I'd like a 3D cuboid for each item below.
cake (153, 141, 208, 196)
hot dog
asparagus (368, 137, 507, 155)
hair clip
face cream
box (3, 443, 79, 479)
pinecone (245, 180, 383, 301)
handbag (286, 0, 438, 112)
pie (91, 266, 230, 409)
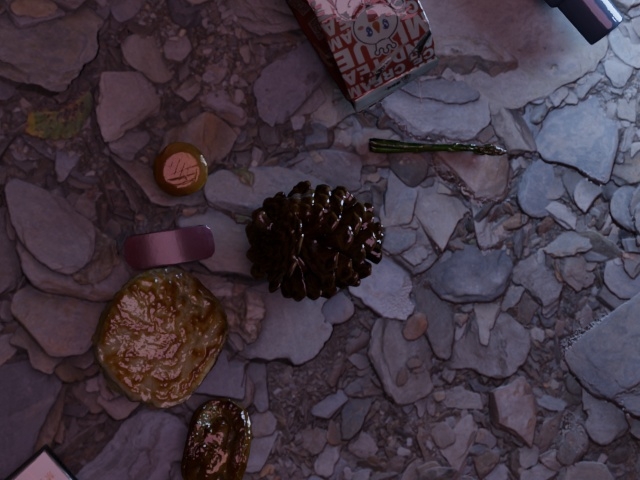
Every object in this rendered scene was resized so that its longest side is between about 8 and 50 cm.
[{"bbox_3d":[-0.214,-0.107,1.529,0.084,0.044,0.084,0,89,-15],"label":"cake"},{"bbox_3d":[-0.155,0.311,1.516,0.099,0.065,0.147,15,87,-3],"label":"hot dog"},{"bbox_3d":[0.191,-0.150,1.637,0.232,0.022,0.023,1,43,-11],"label":"asparagus"},{"bbox_3d":[-0.228,0.010,1.532,0.137,0.022,0.054,-9,93,-13],"label":"hair clip"},{"bbox_3d":[0.350,-0.489,1.658,0.135,0.086,0.385,-41,92,-8],"label":"face cream"},{"bbox_3d":[-0.378,0.432,1.458,0.149,0.067,0.233,-41,96,-10],"label":"box"},{"bbox_3d":[0.001,-0.002,1.508,0.212,0.169,0.186,-6,48,-18],"label":"pinecone"},{"bbox_3d":[0.049,-0.358,1.556,0.171,0.151,0.298,-28,101,-9],"label":"handbag"},{"bbox_3d":[-0.238,0.142,1.492,0.179,0.084,0.205,32,79,-11],"label":"pie"}]
